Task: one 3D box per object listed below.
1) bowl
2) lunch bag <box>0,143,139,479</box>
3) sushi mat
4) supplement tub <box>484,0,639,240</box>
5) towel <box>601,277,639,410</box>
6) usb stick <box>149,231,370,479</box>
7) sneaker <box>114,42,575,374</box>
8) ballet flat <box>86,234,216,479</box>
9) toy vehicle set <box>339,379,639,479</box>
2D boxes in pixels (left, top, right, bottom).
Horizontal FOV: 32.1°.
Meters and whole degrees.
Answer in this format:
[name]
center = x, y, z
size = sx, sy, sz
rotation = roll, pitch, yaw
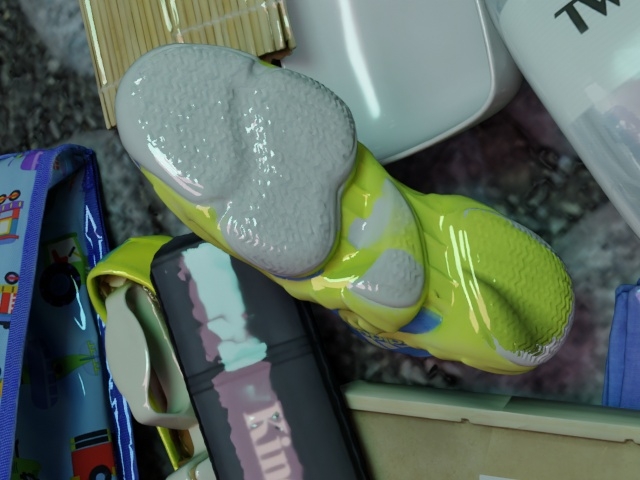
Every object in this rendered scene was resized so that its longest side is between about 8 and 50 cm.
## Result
[bowl]
center = 0.040, -0.113, 0.561
size = 0.142, 0.053, 0.142
rotation = -20, 85, 49
[lunch bag]
center = -0.235, 0.075, 0.653
size = 0.221, 0.138, 0.293
rotation = -15, 67, 21
[sushi mat]
center = -0.104, -0.234, 0.627
size = 0.151, 0.019, 0.316
rotation = -15, 88, 40
[supplement tub]
center = 0.248, -0.127, 0.415
size = 0.338, 0.207, 0.207
rotation = -36, 81, 20
[towel]
center = 0.261, 0.155, 0.460
size = 0.336, 0.040, 0.243
rotation = 13, 100, 42
[usb stick]
center = -0.015, 0.121, 0.573
size = 0.077, 0.045, 0.278
rotation = -18, 80, -5
[sneaker]
center = 0.000, 0.000, 0.546
size = 0.240, 0.126, 0.091
rotation = 33, 69, -10
[ballet flat]
center = -0.068, 0.105, 0.624
size = 0.077, 0.077, 0.231
rotation = -29, 83, 28
[toy vehicle set]
center = 0.118, 0.163, 0.537
size = 0.267, 0.035, 0.165
rotation = 1, 94, 39
